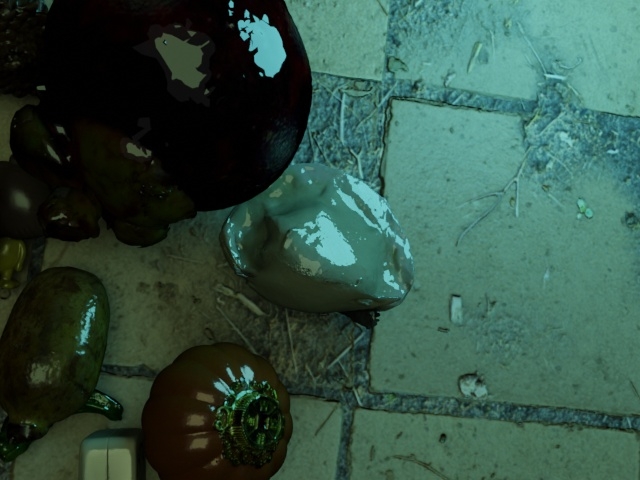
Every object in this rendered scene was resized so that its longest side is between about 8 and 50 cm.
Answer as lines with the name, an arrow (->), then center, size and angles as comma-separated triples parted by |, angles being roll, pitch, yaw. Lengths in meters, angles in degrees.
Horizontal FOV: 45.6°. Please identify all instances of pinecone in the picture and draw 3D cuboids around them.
pinecone -> -0.469, -0.292, 1.095 | 0.195, 0.179, 0.150 | 2, 67, 18

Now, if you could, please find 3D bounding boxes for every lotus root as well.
lotus root -> -0.374, 0.157, 1.054 | 0.145, 0.128, 0.260 | 3, 59, 11

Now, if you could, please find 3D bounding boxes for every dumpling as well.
dumpling -> -0.004, 0.015, 1.140 | 0.292, 0.163, 0.205 | 13, 47, -4

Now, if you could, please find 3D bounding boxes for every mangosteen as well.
mangosteen -> -0.207, -0.187, 1.034 | 0.381, 0.381, 0.421 | 35, 111, -2

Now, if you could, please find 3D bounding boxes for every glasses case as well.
glasses case -> -0.282, 0.433, 1.037 | 0.076, 0.144, 0.337 | -1, 84, -8

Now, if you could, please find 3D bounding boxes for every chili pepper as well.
chili pepper -> -0.380, 0.253, 1.093 | 0.182, 0.050, 0.073 | -20, 55, -16

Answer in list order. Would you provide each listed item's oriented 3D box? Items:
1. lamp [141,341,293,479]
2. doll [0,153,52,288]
lamp -> -0.141, 0.252, 1.054 | 0.223, 0.196, 0.223 | 12, 73, -42
doll -> -0.459, -0.032, 1.109 | 0.145, 0.096, 0.188 | 37, 107, 17
